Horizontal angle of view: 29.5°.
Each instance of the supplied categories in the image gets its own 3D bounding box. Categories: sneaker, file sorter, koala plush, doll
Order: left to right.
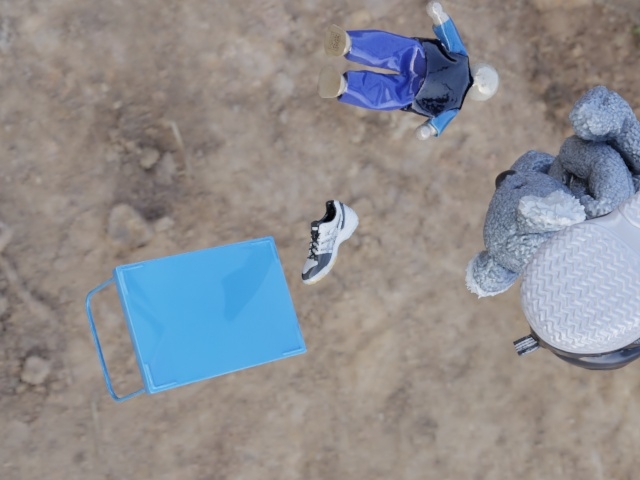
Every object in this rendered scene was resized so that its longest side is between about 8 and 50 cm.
[{"bbox_3d":[-0.124,0.079,1.169,0.170,0.104,0.118,-12,80,-35],"label":"file sorter"},{"bbox_3d":[0.000,0.000,1.110,0.037,0.032,0.083,41,67,-30],"label":"sneaker"},{"bbox_3d":[0.092,-0.159,1.130,0.189,0.046,0.129,5,98,-32],"label":"doll"},{"bbox_3d":[0.266,-0.026,1.351,0.221,0.196,0.203,-24,74,-39],"label":"koala plush"},{"bbox_3d":[0.255,0.012,0.864,0.153,0.269,0.101,93,-26,-72],"label":"sneaker"}]
